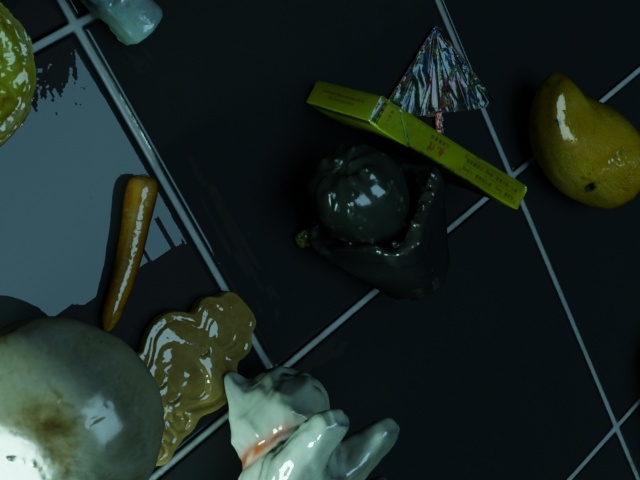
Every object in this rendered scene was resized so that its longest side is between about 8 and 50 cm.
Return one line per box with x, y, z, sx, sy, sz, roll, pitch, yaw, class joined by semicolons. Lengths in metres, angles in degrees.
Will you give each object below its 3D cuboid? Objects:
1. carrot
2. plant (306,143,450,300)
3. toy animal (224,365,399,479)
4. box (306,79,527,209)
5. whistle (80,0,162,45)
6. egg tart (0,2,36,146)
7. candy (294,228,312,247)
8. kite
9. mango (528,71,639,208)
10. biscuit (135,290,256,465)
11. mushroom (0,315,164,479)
-0.221;0.016;1.107;0.037;0.037;0.190;13;87;-34;carrot
0.079;-0.026;1.231;0.256;0.164;0.141;50;53;-48;plant
-0.016;0.289;1.216;0.308;0.188;0.266;15;103;-53;toy animal
0.130;-0.125;1.261;0.279;0.153;0.041;25;93;-34;box
-0.295;-0.343;0.988;0.346;0.134;0.142;48;26;-37;whistle
-0.380;-0.171;0.962;0.191;0.074;0.191;-3;96;-35;egg tart
0.000;0.000;1.270;0.083;0.023;0.025;7;81;-44;candy
0.162;-0.210;1.371;0.232;0.009;0.189;-9;99;-33;kite
0.404;-0.148;1.485;0.262;0.109;0.157;39;81;-25;mango
-0.169;0.159;1.156;0.236;0.040;0.144;-45;122;-21;biscuit
-0.270;0.186;1.000;0.178;0.226;0.226;-41;121;-68;mushroom
